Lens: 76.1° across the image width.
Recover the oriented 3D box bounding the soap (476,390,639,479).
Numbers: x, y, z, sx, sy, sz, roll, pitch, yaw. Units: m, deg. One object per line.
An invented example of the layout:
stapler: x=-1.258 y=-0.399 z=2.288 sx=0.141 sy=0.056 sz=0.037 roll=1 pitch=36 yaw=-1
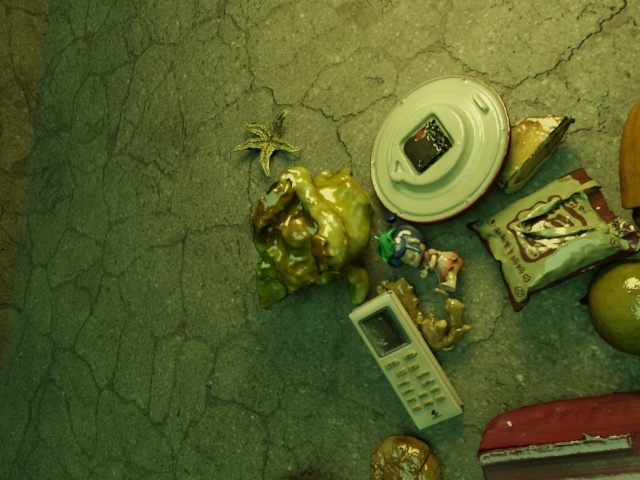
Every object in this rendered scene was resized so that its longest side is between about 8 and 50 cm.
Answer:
soap: x=0.433 y=0.337 z=0.650 sx=0.324 sy=0.220 sz=0.127 roll=-19 pitch=80 yaw=26

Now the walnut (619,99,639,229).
walnut: x=0.585 y=-0.128 z=0.637 sx=0.209 sy=0.209 sz=0.336 roll=-5 pitch=70 yaw=28

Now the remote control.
remote control: x=0.175 y=0.246 z=0.847 sx=0.103 sy=0.055 sz=0.277 roll=-33 pitch=88 yaw=22

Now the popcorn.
popcorn: x=-0.002 y=0.002 z=0.914 sx=0.325 sy=0.290 sz=0.321 roll=37 pitch=142 yaw=-4

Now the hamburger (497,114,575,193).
hamburger: x=0.400 y=-0.185 z=0.808 sx=0.176 sy=0.087 sz=0.102 roll=-57 pitch=45 yaw=23

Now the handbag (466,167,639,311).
handbag: x=0.417 y=-0.006 z=0.751 sx=0.235 sy=0.127 sz=0.213 roll=-30 pitch=43 yaw=21

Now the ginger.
ginger: x=0.213 y=0.158 z=0.867 sx=0.193 sy=0.052 sz=0.176 roll=-15 pitch=92 yaw=47

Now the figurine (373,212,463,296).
figurine: x=0.204 y=0.031 z=0.866 sx=0.195 sy=0.111 sz=0.102 roll=28 pitch=67 yaw=8

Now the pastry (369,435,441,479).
pastry: x=0.176 y=0.483 z=0.849 sx=0.153 sy=0.081 sz=0.153 roll=-10 pitch=72 yaw=34

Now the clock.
clock: x=0.232 y=-0.189 z=0.854 sx=0.318 sy=0.080 sz=0.319 roll=-9 pitch=76 yaw=41

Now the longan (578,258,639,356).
longan: x=0.519 y=0.110 z=0.683 sx=0.145 sy=0.176 sz=0.155 roll=26 pitch=75 yaw=-13

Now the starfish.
starfish: x=-0.145 y=-0.257 z=1.117 sx=0.208 sy=0.053 sz=0.176 roll=2 pitch=86 yaw=31

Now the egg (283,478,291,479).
egg: x=-0.081 y=0.743 z=0.818 sx=0.354 sy=0.354 sz=0.340 roll=-42 pitch=84 yaw=18
